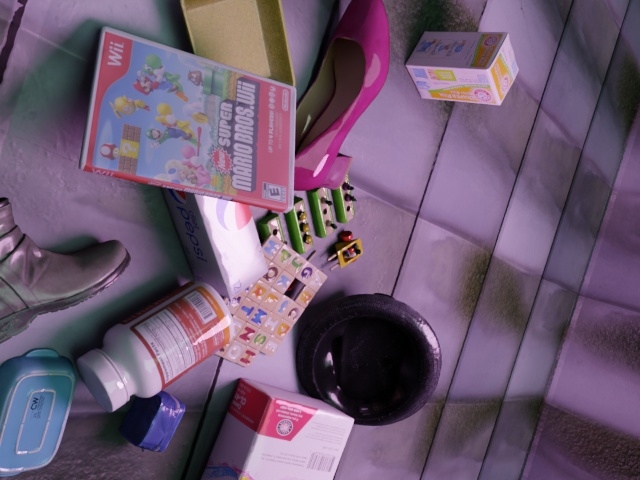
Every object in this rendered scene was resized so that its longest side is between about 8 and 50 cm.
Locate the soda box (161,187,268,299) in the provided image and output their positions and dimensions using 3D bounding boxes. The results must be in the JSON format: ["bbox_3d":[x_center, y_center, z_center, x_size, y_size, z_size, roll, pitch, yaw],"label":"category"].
[{"bbox_3d":[-0.175,-0.053,0.907,0.091,0.098,0.286,-37,128,-35],"label":"soda box"}]

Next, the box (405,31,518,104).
[{"bbox_3d":[0.309,-0.378,1.259,0.103,0.203,0.114,-60,138,-15],"label":"box"}]

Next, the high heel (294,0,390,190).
[{"bbox_3d":[0.015,-0.269,1.022,0.181,0.127,0.378,-1,104,-53],"label":"high heel"}]

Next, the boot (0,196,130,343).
[{"bbox_3d":[-0.369,0.016,0.729,0.246,0.083,0.161,-34,121,-38],"label":"boot"}]

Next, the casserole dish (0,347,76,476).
[{"bbox_3d":[-0.403,0.245,0.802,0.114,0.037,0.189,14,91,-50],"label":"casserole dish"}]

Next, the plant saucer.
[{"bbox_3d":[-0.133,-0.305,0.905,0.188,0.045,0.189,-35,128,-36],"label":"plant saucer"}]

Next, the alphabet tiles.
[{"bbox_3d":[-0.105,0.126,1.085,0.237,0.009,0.198,-55,139,-4],"label":"alphabet tiles"}]

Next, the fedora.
[{"bbox_3d":[0.106,0.234,1.252,0.152,0.333,0.334,-67,155,-64],"label":"fedora"}]

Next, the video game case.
[{"bbox_3d":[-0.166,-0.160,0.792,0.285,0.025,0.204,11,68,-27],"label":"video game case"}]

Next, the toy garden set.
[{"bbox_3d":[0.000,0.000,1.162,0.244,0.049,0.204,-36,128,-35],"label":"toy garden set"}]

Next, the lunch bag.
[{"bbox_3d":[-0.272,0.298,0.944,0.065,0.067,0.099,38,76,-48],"label":"lunch bag"}]

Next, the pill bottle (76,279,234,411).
[{"bbox_3d":[-0.249,0.160,0.881,0.216,0.121,0.121,-32,126,-37],"label":"pill bottle"}]

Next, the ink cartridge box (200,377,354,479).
[{"bbox_3d":[-0.098,0.448,1.112,0.226,0.131,0.306,28,81,-37],"label":"ink cartridge box"}]
